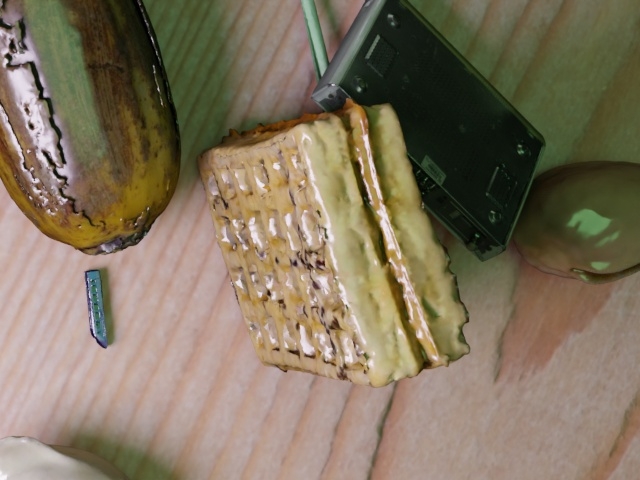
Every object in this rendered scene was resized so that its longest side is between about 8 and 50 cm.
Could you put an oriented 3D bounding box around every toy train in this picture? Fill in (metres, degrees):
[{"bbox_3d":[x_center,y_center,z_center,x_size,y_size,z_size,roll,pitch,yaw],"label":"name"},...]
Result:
[{"bbox_3d":[-0.233,0.072,1.599,0.017,0.017,0.083,-6,92,-17],"label":"toy train"}]

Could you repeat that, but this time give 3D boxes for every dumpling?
[{"bbox_3d":[-0.257,0.292,1.536,0.250,0.132,0.162,44,67,-30],"label":"dumpling"}]

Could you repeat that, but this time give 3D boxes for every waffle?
[{"bbox_3d":[0.001,0.000,1.493,0.114,0.376,0.261,-17,94,-18],"label":"waffle"}]

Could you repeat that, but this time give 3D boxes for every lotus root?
[{"bbox_3d":[-0.260,-0.179,1.511,0.196,0.179,0.397,-27,104,-34],"label":"lotus root"}]

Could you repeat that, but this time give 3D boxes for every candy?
[{"bbox_3d":[-0.002,-0.203,1.658,0.093,0.092,0.335,-14,86,-3],"label":"candy"}]

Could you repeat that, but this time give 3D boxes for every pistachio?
[{"bbox_3d":[0.317,-0.023,1.738,0.223,0.126,0.152,-7,57,-20],"label":"pistachio"}]

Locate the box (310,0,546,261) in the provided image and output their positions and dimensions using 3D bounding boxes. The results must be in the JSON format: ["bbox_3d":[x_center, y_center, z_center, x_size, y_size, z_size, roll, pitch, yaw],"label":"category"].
[{"bbox_3d":[0.125,-0.127,1.660,0.270,0.045,0.211,44,47,-17],"label":"box"}]
